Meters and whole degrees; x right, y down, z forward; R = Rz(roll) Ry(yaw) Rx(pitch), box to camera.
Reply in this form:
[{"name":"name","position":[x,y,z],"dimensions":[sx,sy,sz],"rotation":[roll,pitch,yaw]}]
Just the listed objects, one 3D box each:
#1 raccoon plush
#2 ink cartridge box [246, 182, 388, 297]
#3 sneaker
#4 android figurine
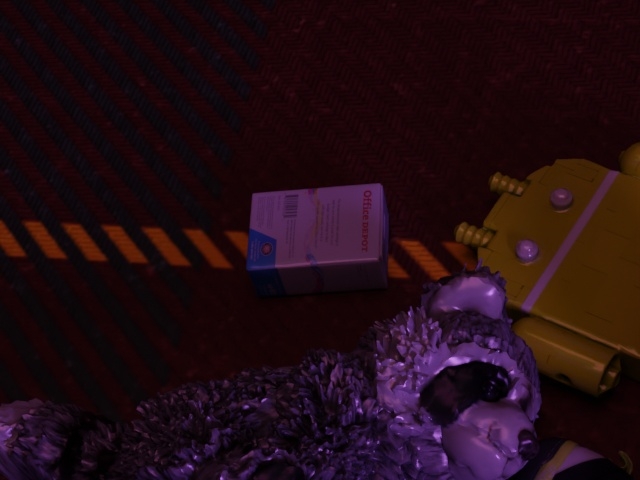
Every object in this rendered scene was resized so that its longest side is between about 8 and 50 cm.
[{"name":"raccoon plush","position":[-0.037,0.119,1.234],"dimensions":[0.446,0.216,0.299],"rotation":[25,55,27]},{"name":"ink cartridge box","position":[0.000,0.000,1.396],"dimensions":[0.122,0.052,0.088],"rotation":[-5,54,11]},{"name":"sneaker","position":[0.173,0.247,1.154],"dimensions":[0.097,0.084,0.235],"rotation":[17,59,22]},{"name":"android figurine","position":[0.249,0.020,1.325],"dimensions":[0.273,0.056,0.248],"rotation":[26,64,26]}]
